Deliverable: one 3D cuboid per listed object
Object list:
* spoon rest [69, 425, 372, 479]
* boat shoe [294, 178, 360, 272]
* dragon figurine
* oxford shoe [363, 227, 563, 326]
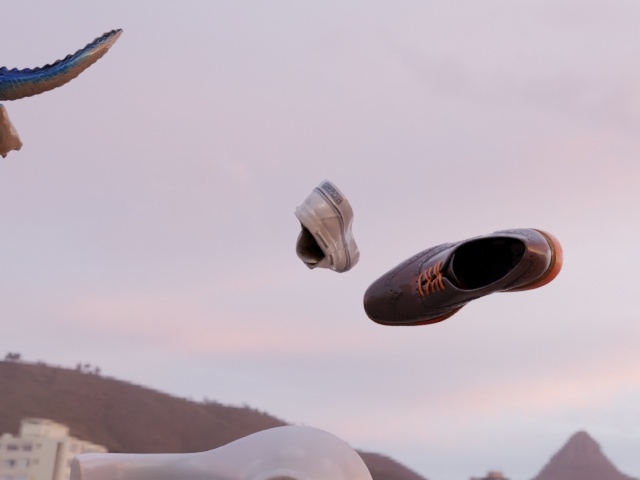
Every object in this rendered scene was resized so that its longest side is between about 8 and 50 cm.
[{"bbox_3d":[-0.084,0.229,0.820,0.277,0.137,0.084,5,1,11],"label":"spoon rest"},{"bbox_3d":[0.000,0.000,0.533,0.035,0.035,0.100,-39,-17,-12],"label":"boat shoe"},{"bbox_3d":[-0.286,-0.107,0.624,0.289,0.144,0.085,-30,4,23],"label":"dragon figurine"},{"bbox_3d":[0.153,0.040,1.108,0.271,0.096,0.098,-23,-19,31],"label":"oxford shoe"}]
